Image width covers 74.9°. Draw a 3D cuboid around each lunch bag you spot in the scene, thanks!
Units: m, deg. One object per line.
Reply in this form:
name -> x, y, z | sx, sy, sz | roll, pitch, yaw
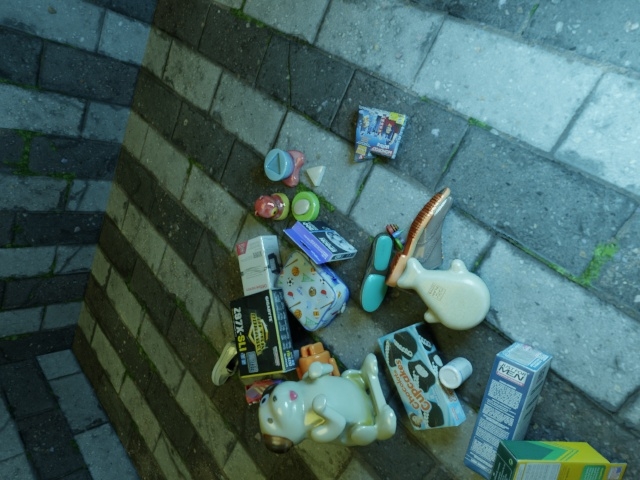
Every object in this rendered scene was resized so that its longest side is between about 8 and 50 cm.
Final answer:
lunch bag -> -0.031, 0.190, 1.639 | 0.303, 0.115, 0.243 | 45, 116, 29

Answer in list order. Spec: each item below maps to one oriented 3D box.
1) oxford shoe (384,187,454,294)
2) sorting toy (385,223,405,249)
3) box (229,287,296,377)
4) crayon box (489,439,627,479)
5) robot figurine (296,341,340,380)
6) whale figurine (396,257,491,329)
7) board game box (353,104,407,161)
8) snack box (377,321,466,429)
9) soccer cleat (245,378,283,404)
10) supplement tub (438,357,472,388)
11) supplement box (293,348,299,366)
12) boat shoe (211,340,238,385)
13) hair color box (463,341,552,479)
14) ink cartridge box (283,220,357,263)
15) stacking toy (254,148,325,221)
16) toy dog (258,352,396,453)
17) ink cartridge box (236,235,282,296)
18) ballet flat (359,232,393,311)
oxford shoe -> 0.345, 0.007, 1.345 | 0.133, 0.130, 0.363 | 27, 104, 0
sorting toy -> 0.266, -0.020, 1.432 | 0.042, 0.061, 0.102 | -31, 78, 0
box -> -0.239, 0.374, 1.683 | 0.257, 0.079, 0.322 | -21, 75, 38
crayon box -> 0.601, 0.633, 1.082 | 0.083, 0.323, 0.203 | -129, 48, -74
robot figurine -> -0.011, 0.513, 1.628 | 0.158, 0.128, 0.219 | -15, 80, -6
whale figurine -> 0.376, 0.150, 1.269 | 0.272, 0.141, 0.216 | 26, 105, 20
board game box -> 0.197, -0.356, 1.459 | 0.194, 0.060, 0.194 | 27, 110, 35
snack box -> 0.323, 0.448, 1.375 | 0.187, 0.060, 0.322 | -38, 69, 47
soccer cleat -> -0.259, 0.659, 1.868 | 0.248, 0.083, 0.095 | -40, 63, 36
supplement tub -> 0.417, 0.408, 1.288 | 0.071, 0.107, 0.071 | 2, 93, 39
supplement box -> -0.221, 0.504, 1.794 | 0.239, 0.130, 0.073 | -2, 91, 40
boat shoe -> -0.447, 0.607, 2.004 | 0.084, 0.095, 0.258 | 37, 115, 36
hair color box -> 0.521, 0.474, 1.166 | 0.105, 0.174, 0.347 | 22, 105, 39
ink cartridge box -> 0.000, 0.000, 1.540 | 0.206, 0.208, 0.045 | 43, 120, 29
stacking toy -> -0.138, -0.212, 1.692 | 0.279, 0.130, 0.309 | 21, 105, 37
toy dog -> -0.011, 0.575, 1.442 | 0.395, 0.408, 0.284 | 111, 155, -48
ink cartridge box -> -0.262, 0.112, 1.826 | 0.172, 0.100, 0.237 | -17, 80, 38
ballet flat -> 0.197, 0.110, 1.466 | 0.096, 0.095, 0.280 | -149, 74, -81
